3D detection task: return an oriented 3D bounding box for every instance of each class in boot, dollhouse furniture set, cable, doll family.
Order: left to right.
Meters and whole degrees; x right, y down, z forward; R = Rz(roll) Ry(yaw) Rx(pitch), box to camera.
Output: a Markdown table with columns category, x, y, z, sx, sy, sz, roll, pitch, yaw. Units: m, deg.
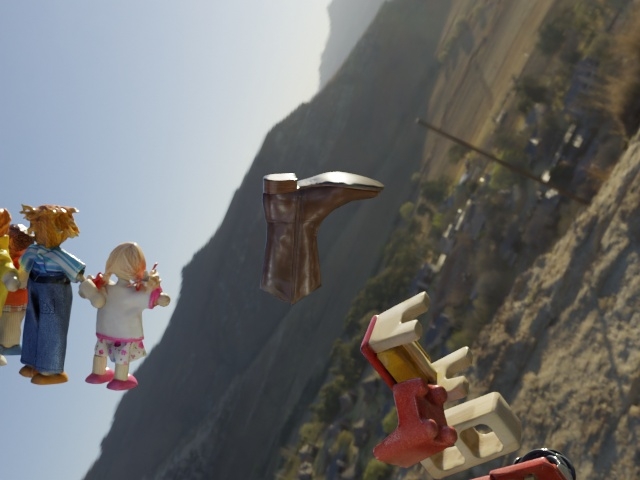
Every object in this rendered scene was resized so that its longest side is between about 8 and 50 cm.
| category | x | y | z | sx | sy | sz | roll | pitch | yaw |
| --- | --- | --- | --- | --- | --- | --- | --- | --- | --- |
| doll family | -0.275 | 0.045 | 0.681 | 0.118 | 0.263 | 0.163 | 2 | -85 | -60 |
| boot | 0.000 | 0.000 | 0.621 | 0.037 | 0.106 | 0.114 | -83 | -5 | -71 |
| dollhouse furniture set | 0.142 | 0.273 | 0.776 | 0.152 | 0.374 | 0.201 | -31 | 15 | 29 |
| cable | 0.323 | 0.393 | 1.087 | 0.150 | 0.047 | 0.184 | -51 | 6 | 19 |
